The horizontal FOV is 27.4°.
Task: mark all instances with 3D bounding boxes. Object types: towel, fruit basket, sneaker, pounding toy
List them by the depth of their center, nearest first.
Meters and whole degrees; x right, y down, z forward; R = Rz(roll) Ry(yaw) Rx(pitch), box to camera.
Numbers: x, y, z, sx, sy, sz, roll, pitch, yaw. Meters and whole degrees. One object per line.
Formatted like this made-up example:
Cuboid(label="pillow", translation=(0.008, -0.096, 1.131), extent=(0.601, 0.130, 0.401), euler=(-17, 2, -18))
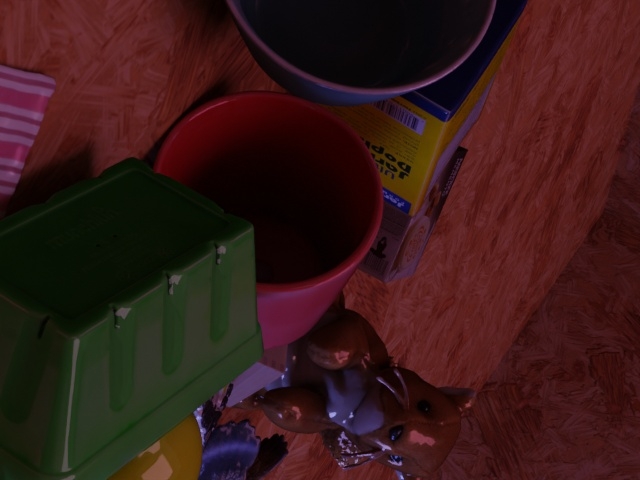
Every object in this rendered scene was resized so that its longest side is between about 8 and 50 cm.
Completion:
Cuboid(label="towel", translation=(-0.317, -0.069, 1.211), extent=(0.197, 0.029, 0.144), euler=(-66, 161, 11))
Cuboid(label="fruit basket", translation=(-0.231, 0.151, 1.332), extent=(0.392, 0.283, 0.392), euler=(-50, 158, -29))
Cuboid(label="sneaker", translation=(-0.179, 0.189, 1.639), extent=(0.279, 0.118, 0.107), euler=(103, 11, -64))
Cuboid(label="pounding toy", translation=(-0.139, 0.126, 1.786), extent=(0.206, 0.094, 0.181), euler=(-35, -141, 41))

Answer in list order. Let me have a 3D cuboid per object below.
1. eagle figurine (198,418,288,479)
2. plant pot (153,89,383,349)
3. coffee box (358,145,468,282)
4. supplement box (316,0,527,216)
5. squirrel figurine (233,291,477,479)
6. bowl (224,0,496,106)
Cuboid(label="eagle figurine", translation=(-0.158, 0.443, 2.100), extent=(0.226, 0.225, 0.298), euler=(-20, -115, 59))
Cuboid(label="plant pot", translation=(-0.071, -0.004, 1.597), extent=(0.275, 0.275, 0.243), euler=(-52, 167, -27))
Cuboid(label="coffee box", translation=(0.143, -0.063, 2.248), extent=(0.141, 0.098, 0.247), euler=(-10, 125, -66))
Cuboid(label="supplement box", translation=(0.112, -0.212, 1.738), extent=(0.194, 0.195, 0.356), euler=(-56, 172, -18))
Cuboid(label="squirrel figurine", translation=(0.053, 0.216, 1.981), extent=(0.281, 0.370, 0.397), euler=(-61, 161, -3))
Cuboid(label="bowl", translation=(0.026, -0.276, 1.469), extent=(0.312, 0.311, 0.163), euler=(-55, 180, -20))
